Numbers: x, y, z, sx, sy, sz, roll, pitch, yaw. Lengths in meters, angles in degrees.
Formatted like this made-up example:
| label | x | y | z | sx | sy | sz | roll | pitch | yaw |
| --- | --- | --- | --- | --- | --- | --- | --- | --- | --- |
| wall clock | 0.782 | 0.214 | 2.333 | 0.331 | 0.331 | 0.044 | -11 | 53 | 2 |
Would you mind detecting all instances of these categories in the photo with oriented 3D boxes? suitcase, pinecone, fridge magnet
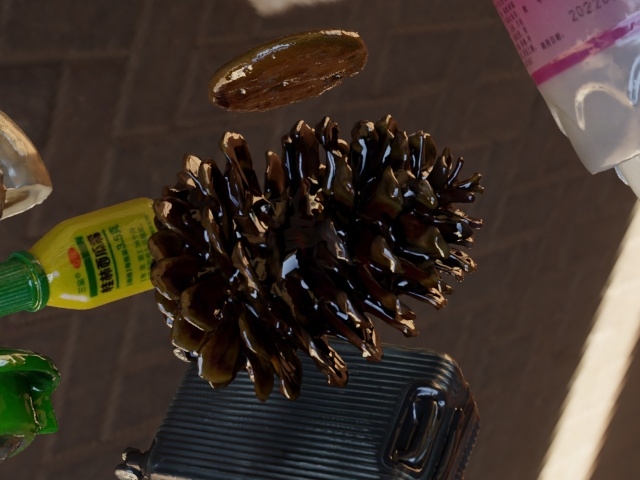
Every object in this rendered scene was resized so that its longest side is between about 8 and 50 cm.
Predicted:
| label | x | y | z | sx | sy | sz | roll | pitch | yaw |
| --- | --- | --- | --- | --- | --- | --- | --- | --- | --- |
| suitcase | -0.016 | 0.189 | 1.526 | 0.202 | 0.312 | 0.128 | -66 | 147 | -33 |
| pinecone | 0.000 | 0.001 | 1.380 | 0.292 | 0.246 | 0.246 | -25 | 158 | 16 |
| fridge magnet | -0.297 | 0.135 | 1.240 | 0.208 | 0.088 | 0.208 | -17 | 165 | -5 |

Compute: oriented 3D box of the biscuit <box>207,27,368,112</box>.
| label | x | y | z | sx | sy | sz | roll | pitch | yaw |
| --- | --- | --- | --- | --- | --- | --- | --- | --- | --- |
| biscuit | -0.039 | -0.206 | 2.005 | 0.212 | 0.036 | 0.212 | -17 | 169 | -4 |

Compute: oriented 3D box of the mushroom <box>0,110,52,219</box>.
| label | x | y | z | sx | sy | sz | roll | pitch | yaw |
| --- | --- | --- | --- | --- | --- | --- | --- | --- | --- |
| mushroom | -0.359 | -0.044 | 1.360 | 0.253 | 0.189 | 0.195 | -48 | -172 | -33 |

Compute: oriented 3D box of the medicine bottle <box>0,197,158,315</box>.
| label | x | y | z | sx | sy | sz | roll | pitch | yaw |
| --- | --- | --- | --- | --- | --- | --- | --- | --- | --- |
| medicine bottle | -0.313 | 0.038 | 1.907 | 0.309 | 0.076 | 0.111 | -19 | 100 | -27 |

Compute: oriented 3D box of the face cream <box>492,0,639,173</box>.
| label | x | y | z | sx | sy | sz | roll | pitch | yaw |
| --- | --- | --- | --- | --- | --- | --- | --- | --- | --- |
| face cream | 0.207 | -0.164 | 1.070 | 0.175 | 0.194 | 0.175 | -26 | 179 | -1 |

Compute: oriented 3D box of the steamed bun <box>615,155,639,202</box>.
| label | x | y | z | sx | sy | sz | roll | pitch | yaw |
| --- | --- | --- | --- | --- | --- | --- | --- | --- | --- |
| steamed bun | 0.349 | -0.084 | 1.378 | 0.131 | 0.177 | 0.228 | -37 | -178 | -16 |
